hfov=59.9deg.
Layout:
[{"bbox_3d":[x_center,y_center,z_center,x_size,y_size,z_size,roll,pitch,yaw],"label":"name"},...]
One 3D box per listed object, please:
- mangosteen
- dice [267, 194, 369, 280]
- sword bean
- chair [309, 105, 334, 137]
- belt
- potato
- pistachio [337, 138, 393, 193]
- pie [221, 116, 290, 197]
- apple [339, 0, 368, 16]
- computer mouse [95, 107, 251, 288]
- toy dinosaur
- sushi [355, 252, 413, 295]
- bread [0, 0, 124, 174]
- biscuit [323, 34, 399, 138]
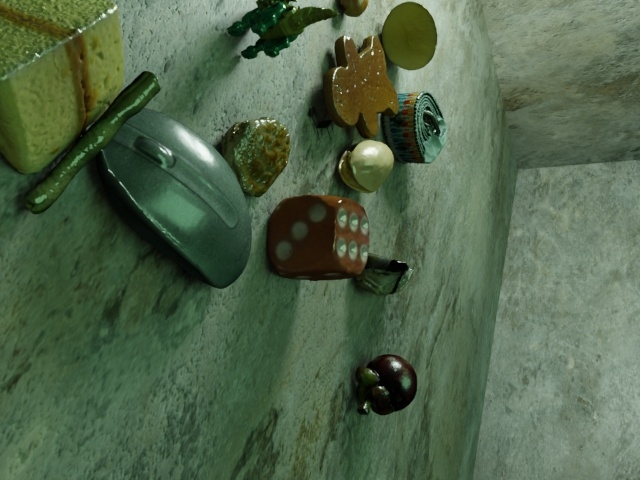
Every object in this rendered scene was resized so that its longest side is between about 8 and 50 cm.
[{"bbox_3d":[0.183,0.402,1.564,0.184,0.172,0.172,16,74,-39],"label":"mangosteen"},{"bbox_3d":[0.000,0.000,1.238,0.175,0.179,0.174,23,69,-60],"label":"dice"},{"bbox_3d":[-0.317,-0.141,0.780,0.038,0.043,0.269,45,59,-25],"label":"sword bean"},{"bbox_3d":[0.005,-0.295,1.393,0.086,0.042,0.037,66,33,-34],"label":"chair"},{"bbox_3d":[0.310,-0.365,1.824,0.257,0.150,0.207,50,56,-46],"label":"belt"},{"bbox_3d":[0.292,-0.670,1.805,0.203,0.178,0.158,55,25,-18],"label":"potato"},{"bbox_3d":[0.133,-0.204,1.532,0.200,0.117,0.145,-35,105,-56],"label":"pistachio"},{"bbox_3d":[-0.129,-0.168,1.120,0.193,0.079,0.163,-11,106,-60],"label":"pie"},{"bbox_3d":[0.092,-0.658,1.527,0.071,0.084,0.084,84,22,-54],"label":"apple"},{"bbox_3d":[-0.213,-0.062,0.930,0.374,0.114,0.203,54,45,-44],"label":"computer mouse"},{"bbox_3d":[-0.073,-0.425,1.089,0.153,0.259,0.094,-48,133,-14],"label":"toy dinosaur"},{"bbox_3d":[0.190,0.111,1.647,0.273,0.134,0.109,26,79,-73],"label":"sushi"},{"bbox_3d":[-0.378,-0.215,0.737,0.178,0.135,0.240,107,8,-48],"label":"bread"},{"bbox_3d":[0.098,-0.422,1.536,0.432,0.064,0.283,-48,124,-52],"label":"biscuit"}]
